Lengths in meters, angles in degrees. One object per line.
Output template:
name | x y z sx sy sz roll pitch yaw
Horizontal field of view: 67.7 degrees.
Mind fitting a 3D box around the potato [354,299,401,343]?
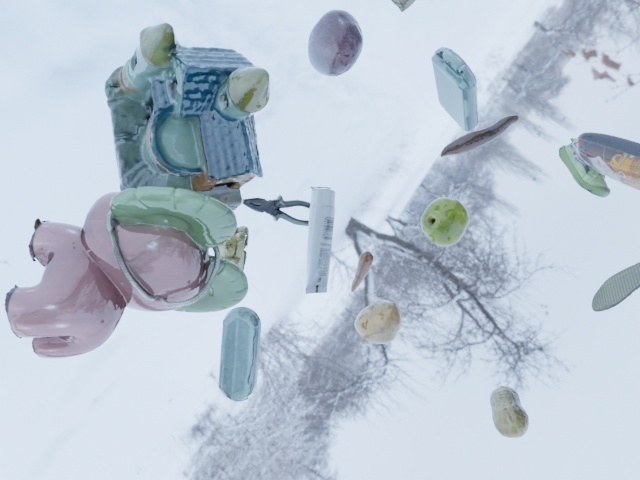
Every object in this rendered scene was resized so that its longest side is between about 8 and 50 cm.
potato | 0.153 0.215 1.242 0.112 0.112 0.147 -47 -175 -36

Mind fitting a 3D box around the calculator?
calculator | 0.333 -0.366 1.175 0.045 0.141 0.246 -34 153 5

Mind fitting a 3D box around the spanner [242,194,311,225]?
spanner | -0.122 -0.110 1.706 0.040 0.324 0.096 14 -85 65

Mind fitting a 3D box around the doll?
doll | -0.241 0.041 0.660 0.284 0.268 0.217 90 -4 -54

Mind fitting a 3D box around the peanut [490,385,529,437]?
peanut | 0.632 0.573 1.607 0.236 0.120 0.110 -48 162 -70

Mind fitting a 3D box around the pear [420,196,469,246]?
pear | 0.473 -0.069 1.770 0.216 0.166 0.180 -2 107 -48

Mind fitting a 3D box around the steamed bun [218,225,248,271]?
steamed bun | -0.312 0.047 1.622 0.192 0.106 0.178 -86 -175 -63

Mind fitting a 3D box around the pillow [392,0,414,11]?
pillow | 0.302 -0.824 1.503 0.208 0.119 0.053 -37 161 4

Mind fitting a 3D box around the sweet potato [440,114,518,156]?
sweet potato | 0.487 -0.316 1.467 0.264 0.057 0.057 -25 168 -3

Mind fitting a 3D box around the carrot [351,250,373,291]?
carrot | 0.132 0.112 1.580 0.048 0.048 0.216 -46 162 -40

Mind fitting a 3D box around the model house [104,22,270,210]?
model house | -0.188 -0.189 0.720 0.194 0.267 0.325 -9 178 -33

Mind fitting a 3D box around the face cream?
face cream | 0.000 0.000 1.099 0.092 0.058 0.244 6 87 -58

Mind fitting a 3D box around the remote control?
remote control | -0.212 0.297 1.251 0.052 0.104 0.248 -80 174 -86

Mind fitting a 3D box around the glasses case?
glasses case | 0.713 -0.177 1.102 0.082 0.122 0.321 -55 -158 15

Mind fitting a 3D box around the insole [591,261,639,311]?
insole | 0.693 0.084 1.059 0.253 0.005 0.086 118 -7 -51

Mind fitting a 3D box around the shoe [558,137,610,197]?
shoe | 1.009 -0.281 1.815 0.140 0.262 0.128 -5 144 -26

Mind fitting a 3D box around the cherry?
cherry | 0.051 -0.671 1.637 0.266 0.183 0.213 -93 -160 -49
